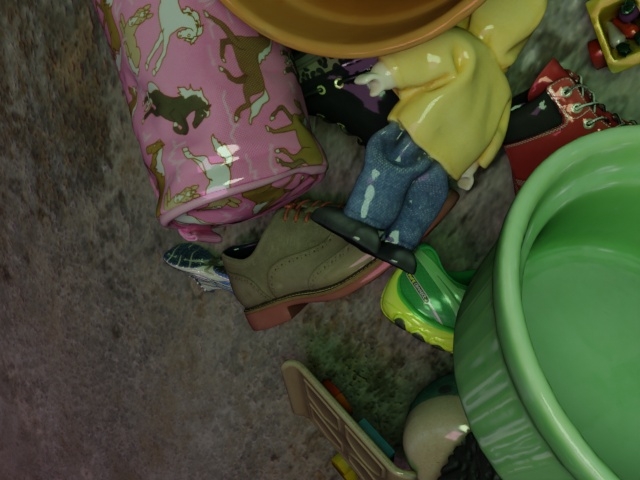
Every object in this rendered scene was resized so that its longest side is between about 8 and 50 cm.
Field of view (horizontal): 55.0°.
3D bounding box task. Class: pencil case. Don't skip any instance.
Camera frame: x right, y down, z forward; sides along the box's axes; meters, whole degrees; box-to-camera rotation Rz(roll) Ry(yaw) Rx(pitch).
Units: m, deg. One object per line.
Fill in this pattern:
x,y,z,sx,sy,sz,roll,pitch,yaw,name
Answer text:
-0.127,-0.195,0.570,0.167,0.160,0.385,-31,80,63,pencil case

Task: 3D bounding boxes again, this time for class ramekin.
0.247,0.080,0.447,0.304,0.303,0.148,30,151,6,ramekin

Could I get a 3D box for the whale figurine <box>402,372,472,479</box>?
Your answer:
0.240,0.235,0.760,0.272,0.141,0.216,-12,118,26,whale figurine

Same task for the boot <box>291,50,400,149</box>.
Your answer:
0.024,-0.129,0.664,0.237,0.085,0.178,-26,109,37,boot

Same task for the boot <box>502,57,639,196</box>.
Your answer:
0.285,-0.095,0.556,0.244,0.088,0.176,-10,114,35,boot

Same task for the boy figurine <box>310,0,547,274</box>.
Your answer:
0.100,-0.117,0.541,0.092,0.177,0.285,28,92,49,boy figurine

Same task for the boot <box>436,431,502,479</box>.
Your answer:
0.362,0.305,0.619,0.446,0.146,0.366,19,119,-3,boot

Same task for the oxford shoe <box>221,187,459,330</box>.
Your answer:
0.000,0.000,0.738,0.348,0.123,0.130,-30,96,35,oxford shoe

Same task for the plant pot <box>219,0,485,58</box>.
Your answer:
0.044,-0.309,0.460,0.291,0.203,0.290,13,126,18,plant pot

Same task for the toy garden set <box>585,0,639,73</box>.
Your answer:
0.284,-0.259,0.470,0.204,0.049,0.244,-17,111,34,toy garden set

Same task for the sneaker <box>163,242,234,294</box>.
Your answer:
-0.169,0.049,0.897,0.135,0.052,0.058,17,130,17,sneaker

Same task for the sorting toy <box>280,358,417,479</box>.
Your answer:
0.046,0.304,0.912,0.229,0.041,0.307,39,156,26,sorting toy

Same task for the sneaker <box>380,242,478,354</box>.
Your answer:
0.218,0.088,0.681,0.296,0.109,0.123,22,93,-7,sneaker
